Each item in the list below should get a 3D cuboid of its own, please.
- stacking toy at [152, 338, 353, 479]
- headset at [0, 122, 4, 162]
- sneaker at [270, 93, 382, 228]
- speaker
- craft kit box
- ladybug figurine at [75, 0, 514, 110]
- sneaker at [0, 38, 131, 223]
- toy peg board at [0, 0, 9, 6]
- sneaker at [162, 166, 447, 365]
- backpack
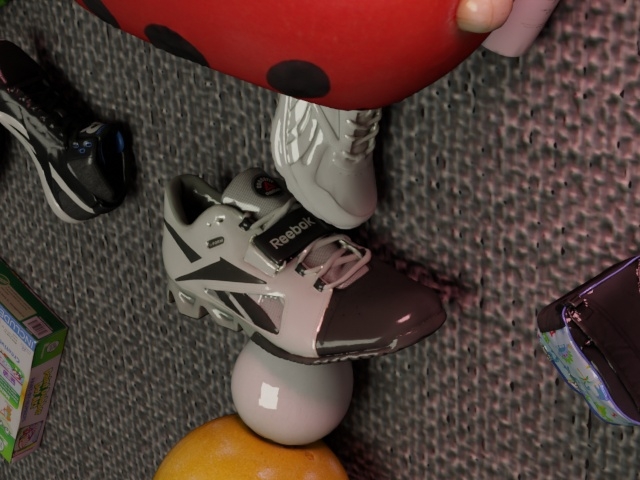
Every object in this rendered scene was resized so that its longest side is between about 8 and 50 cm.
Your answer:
[{"bbox_3d":[-0.068,0.297,1.364,0.350,0.350,0.480,32,113,30],"label":"stacking toy"},{"bbox_3d":[-0.558,-0.101,1.633,0.394,0.185,0.243,-20,119,35],"label":"headset"},{"bbox_3d":[0.018,-0.119,1.159,0.115,0.090,0.232,1,112,41],"label":"sneaker"},{"bbox_3d":[0.157,-0.198,0.998,0.055,0.055,0.136,46,137,18],"label":"speaker"},{"bbox_3d":[-0.439,0.124,1.774,0.250,0.061,0.246,42,133,21],"label":"craft kit box"},{"bbox_3d":[-0.054,-0.209,0.990,0.449,0.305,0.162,29,107,40],"label":"ladybug figurine"},{"bbox_3d":[-0.268,-0.128,1.455,0.121,0.079,0.217,-16,107,45],"label":"sneaker"},{"bbox_3d":[-0.410,-0.300,1.460,0.079,0.161,0.160,-22,85,15],"label":"toy peg board"},{"bbox_3d":[-0.035,0.013,1.242,0.330,0.122,0.146,13,121,40],"label":"sneaker"},{"bbox_3d":[0.230,0.081,1.043,0.114,0.105,0.084,59,161,2],"label":"backpack"}]
